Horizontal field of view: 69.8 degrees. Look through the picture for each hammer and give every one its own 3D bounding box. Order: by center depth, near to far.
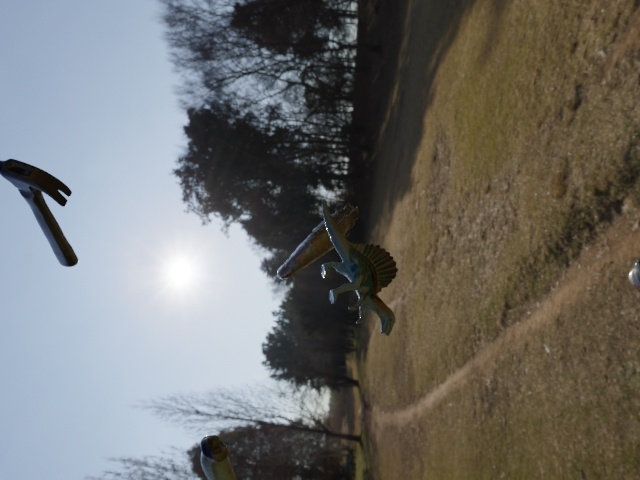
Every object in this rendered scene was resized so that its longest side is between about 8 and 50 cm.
[{"bbox_3d":[-0.643,-0.043,1.083,0.440,0.168,0.044,120,167,-59],"label":"hammer"}]

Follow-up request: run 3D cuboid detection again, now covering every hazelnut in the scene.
[{"bbox_3d":[0.574,0.058,0.782,0.086,0.086,0.087,6,-90,-87],"label":"hazelnut"}]

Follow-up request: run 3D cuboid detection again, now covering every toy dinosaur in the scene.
[{"bbox_3d":[0.057,0.037,0.628,0.044,0.106,0.188,143,124,-70],"label":"toy dinosaur"}]

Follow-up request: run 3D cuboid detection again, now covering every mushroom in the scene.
[{"bbox_3d":[-0.294,0.712,1.370,0.100,0.081,0.313,32,137,53],"label":"mushroom"}]

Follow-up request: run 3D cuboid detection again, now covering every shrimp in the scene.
[{"bbox_3d":[0.000,0.000,1.198,0.317,0.077,0.168,-40,1,-37],"label":"shrimp"}]
